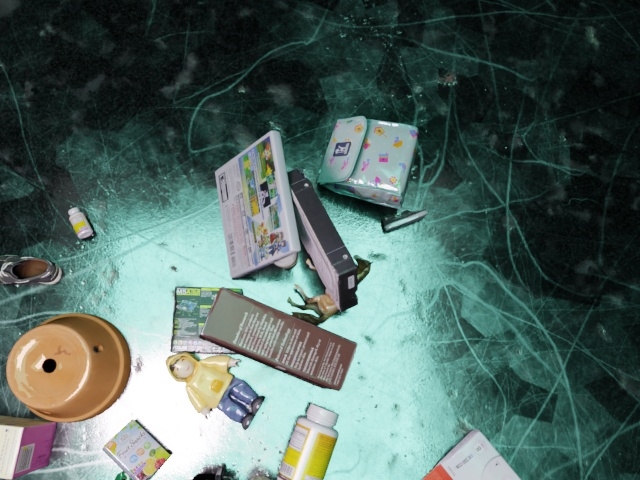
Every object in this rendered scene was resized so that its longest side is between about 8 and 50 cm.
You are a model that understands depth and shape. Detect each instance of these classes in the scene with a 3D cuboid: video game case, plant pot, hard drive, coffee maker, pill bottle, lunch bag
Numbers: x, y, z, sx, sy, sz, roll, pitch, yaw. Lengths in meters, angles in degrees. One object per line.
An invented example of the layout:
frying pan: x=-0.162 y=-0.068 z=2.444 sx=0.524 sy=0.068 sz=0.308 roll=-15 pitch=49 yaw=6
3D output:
video game case: x=-0.180 y=-0.090 z=1.584 sx=0.036 sy=0.300 sz=0.329 roll=1 pitch=73 yaw=-41
plant pot: x=-0.659 y=0.322 z=1.480 sx=0.290 sy=0.203 sz=0.291 roll=1 pitch=77 yaw=-3
hard drive: x=0.000 y=0.000 z=1.544 sx=0.064 sy=0.237 sz=0.339 roll=-23 pitch=63 yaw=-9
coffee maker: x=-0.300 y=0.655 z=1.441 sx=0.171 sy=0.178 sz=0.120 roll=-18 pitch=78 yaw=-8
pill bottle: x=-0.685 y=-0.051 z=1.646 sx=0.043 sy=0.043 sz=0.083 roll=-29 pitch=80 yaw=-10
lunch bag: x=0.138 y=-0.235 z=1.697 sx=0.262 sy=0.160 sz=0.224 roll=15 pitch=79 yaw=11
pill bottle: x=-0.025 y=0.546 z=1.519 sx=0.117 sy=0.117 sz=0.215 roll=21 pitch=76 yaw=1

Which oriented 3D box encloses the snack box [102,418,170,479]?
snack box: x=-0.478 y=0.551 z=1.503 sx=0.141 sy=0.037 sz=0.100 roll=42 pitch=45 yaw=6

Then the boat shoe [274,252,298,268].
boat shoe: x=-0.149 y=-0.064 z=1.659 sx=0.113 sy=0.103 sz=0.302 roll=-23 pitch=80 yaw=-9

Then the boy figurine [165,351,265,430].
boy figurine: x=-0.286 y=0.381 z=1.553 sx=0.285 sy=0.092 sz=0.177 roll=35 pitch=79 yaw=1

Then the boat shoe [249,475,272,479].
boat shoe: x=-0.012 y=0.784 z=1.431 sx=0.500 sy=0.187 sz=0.156 roll=35 pitch=90 yaw=-4

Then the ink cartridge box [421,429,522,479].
ink cartridge box: x=0.404 y=0.661 z=1.559 sx=0.232 sy=0.066 sz=0.189 roll=-38 pitch=83 yaw=-16

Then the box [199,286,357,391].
box: x=-0.116 y=0.262 z=1.514 sx=0.381 sy=0.191 sz=0.143 roll=25 pitch=74 yaw=-6

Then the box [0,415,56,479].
box: x=-0.818 y=0.498 z=1.420 sx=0.242 sy=0.213 sz=0.117 roll=8 pitch=76 yaw=-3

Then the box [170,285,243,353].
box: x=-0.315 y=0.222 z=1.611 sx=0.190 sy=0.045 sz=0.184 roll=2 pitch=75 yaw=-4

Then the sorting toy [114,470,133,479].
sorting toy: x=-0.532 y=0.736 z=1.472 sx=0.132 sy=0.046 sz=0.275 roll=33 pitch=76 yaw=4

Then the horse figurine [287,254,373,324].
horse figurine: x=0.017 y=0.137 z=1.645 sx=0.174 sy=0.066 sz=0.263 roll=27 pitch=73 yaw=7

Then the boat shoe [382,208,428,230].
boat shoe: x=0.252 y=-0.070 z=1.720 sx=0.142 sy=0.049 sz=0.040 roll=-20 pitch=79 yaw=-6

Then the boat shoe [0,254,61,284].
boat shoe: x=-0.842 y=0.077 z=1.588 sx=0.232 sy=0.079 sz=0.084 roll=3 pitch=78 yaw=-2
